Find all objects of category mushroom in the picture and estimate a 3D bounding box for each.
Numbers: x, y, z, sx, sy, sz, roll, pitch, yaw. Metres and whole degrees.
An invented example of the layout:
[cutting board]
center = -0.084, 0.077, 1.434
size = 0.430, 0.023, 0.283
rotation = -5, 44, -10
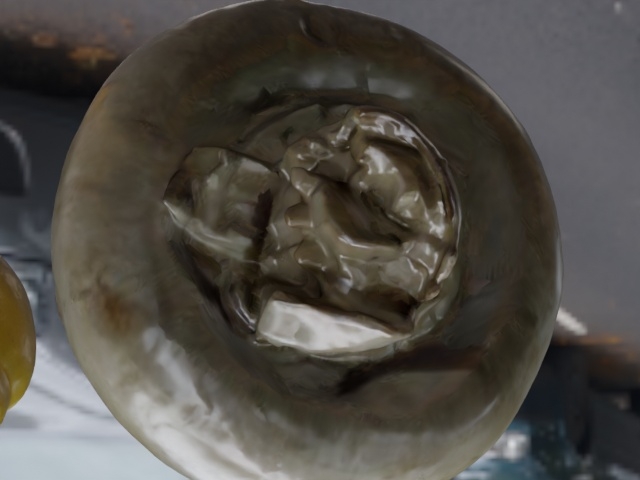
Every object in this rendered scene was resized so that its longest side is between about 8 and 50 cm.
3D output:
[mushroom]
center = 0.000, 0.000, 0.683
size = 0.226, 0.226, 0.178
rotation = 3, 155, -15

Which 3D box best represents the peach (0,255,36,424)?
[peach]
center = -0.263, 0.060, 1.021
size = 0.179, 0.179, 0.103
rotation = 4, 139, -19
